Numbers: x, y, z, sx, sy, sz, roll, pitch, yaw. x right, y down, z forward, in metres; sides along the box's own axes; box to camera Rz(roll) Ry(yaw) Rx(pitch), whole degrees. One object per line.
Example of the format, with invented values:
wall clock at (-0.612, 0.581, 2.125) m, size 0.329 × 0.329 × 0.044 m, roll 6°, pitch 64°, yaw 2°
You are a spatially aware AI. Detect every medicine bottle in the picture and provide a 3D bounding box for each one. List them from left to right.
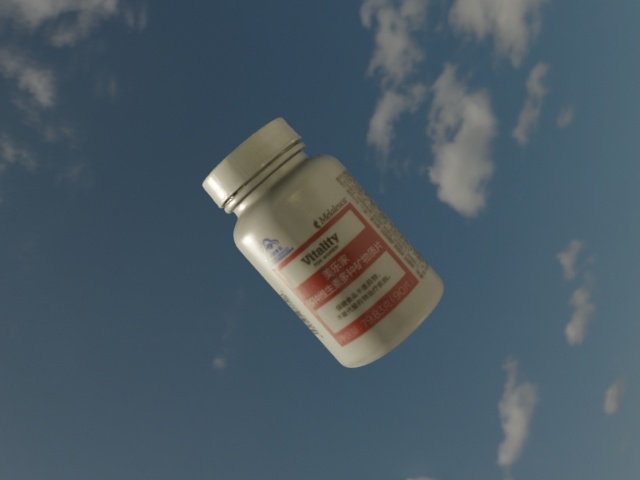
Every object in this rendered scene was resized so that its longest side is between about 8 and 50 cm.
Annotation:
medicine bottle at (0.000, 0.000, 0.394) m, size 0.140 × 0.079 × 0.079 m, roll 49°, pitch -130°, yaw -3°
